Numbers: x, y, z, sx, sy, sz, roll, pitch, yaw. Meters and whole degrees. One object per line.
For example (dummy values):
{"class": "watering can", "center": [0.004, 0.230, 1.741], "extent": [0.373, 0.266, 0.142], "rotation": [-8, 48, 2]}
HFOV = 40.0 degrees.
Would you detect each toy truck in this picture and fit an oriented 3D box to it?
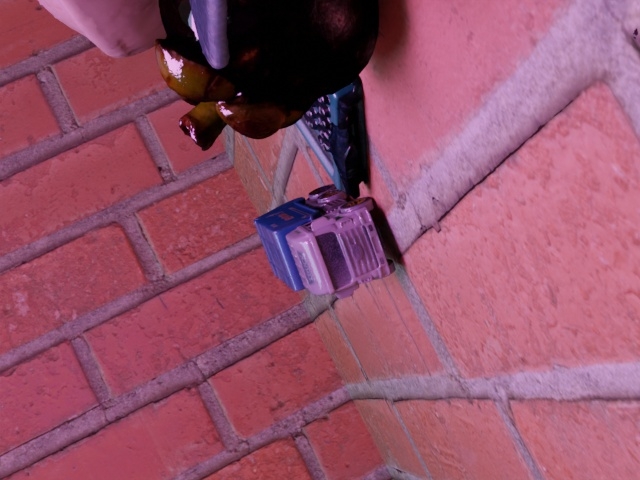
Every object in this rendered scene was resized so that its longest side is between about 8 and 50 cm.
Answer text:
{"class": "toy truck", "center": [0.000, 0.000, 1.591], "extent": [0.146, 0.175, 0.367], "rotation": [68, 168, -12]}

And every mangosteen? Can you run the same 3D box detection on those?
{"class": "mangosteen", "center": [-0.078, -0.248, 1.024], "extent": [0.233, 0.288, 0.287], "rotation": [55, 169, 5]}

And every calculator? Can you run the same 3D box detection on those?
{"class": "calculator", "center": [-0.005, -0.223, 1.384], "extent": [0.248, 0.058, 0.274], "rotation": [58, 167, 27]}

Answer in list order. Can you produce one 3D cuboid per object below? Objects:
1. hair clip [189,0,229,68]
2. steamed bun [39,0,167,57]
{"class": "hair clip", "center": [-0.050, -0.380, 0.705], "extent": [0.392, 0.238, 0.318], "rotation": [65, 169, -8]}
{"class": "steamed bun", "center": [-0.230, -0.435, 1.105], "extent": [0.290, 0.371, 0.456], "rotation": [56, -179, 18]}
